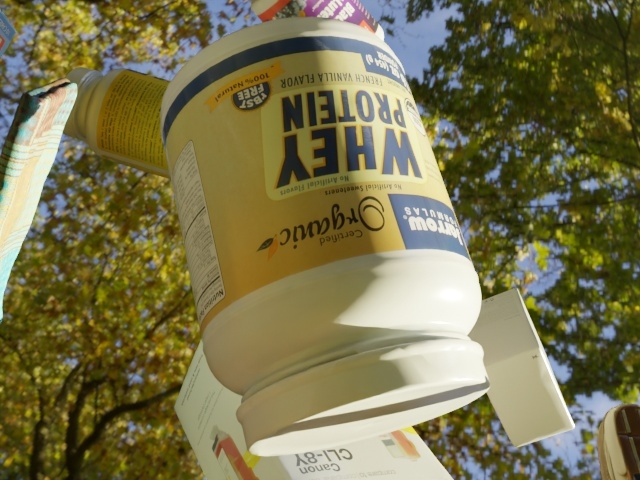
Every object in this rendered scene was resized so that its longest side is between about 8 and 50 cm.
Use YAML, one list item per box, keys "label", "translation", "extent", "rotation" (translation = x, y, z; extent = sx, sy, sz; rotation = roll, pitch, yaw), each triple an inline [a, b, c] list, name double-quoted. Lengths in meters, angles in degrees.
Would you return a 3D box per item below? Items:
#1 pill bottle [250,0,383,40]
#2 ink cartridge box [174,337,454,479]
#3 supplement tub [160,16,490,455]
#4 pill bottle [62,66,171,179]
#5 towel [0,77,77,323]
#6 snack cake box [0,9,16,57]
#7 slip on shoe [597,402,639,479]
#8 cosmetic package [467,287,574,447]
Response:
- label: "pill bottle"
  translation: [0.013, -0.267, 0.958]
  extent: [0.108, 0.108, 0.193]
  rotation: [-34, -64, 29]
- label: "ink cartridge box"
  translation: [-0.009, 0.315, 1.094]
  extent: [0.279, 0.384, 0.160]
  rotation: [7, -63, -36]
- label: "supplement tub"
  translation: [0.000, 0.000, 0.630]
  extent: [0.228, 0.316, 0.228]
  rotation: [-13, -23, -6]
- label: "pill bottle"
  translation: [-0.339, -0.232, 1.480]
  extent: [0.334, 0.188, 0.187]
  rotation: [17, -56, 6]
- label: "towel"
  translation: [-0.378, -0.012, 0.902]
  extent: [0.040, 0.271, 0.370]
  rotation: [20, -79, -16]
- label: "snack cake box"
  translation: [-0.353, -0.183, 0.543]
  extent: [0.089, 0.152, 0.264]
  rotation: [14, -20, 11]
- label: "slip on shoe"
  translation: [0.231, 0.189, 0.543]
  extent: [0.052, 0.135, 0.041]
  rotation: [-1, -27, -11]
- label: "cosmetic package"
  translation: [0.407, 0.264, 1.561]
  extent: [0.138, 0.224, 0.224]
  rotation: [-24, -66, 12]
